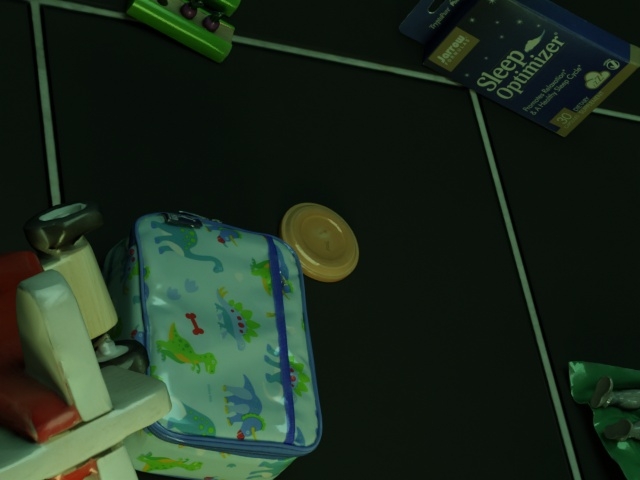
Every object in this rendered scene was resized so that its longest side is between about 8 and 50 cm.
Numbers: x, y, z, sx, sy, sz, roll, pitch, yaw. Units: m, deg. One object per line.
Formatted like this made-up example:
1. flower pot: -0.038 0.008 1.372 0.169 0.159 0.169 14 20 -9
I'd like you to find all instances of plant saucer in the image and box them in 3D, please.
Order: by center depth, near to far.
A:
1. plant saucer: 0.000 0.000 1.511 0.083 0.013 0.083 17 52 -23

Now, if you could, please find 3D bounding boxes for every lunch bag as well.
1. lunch bag: -0.089 0.088 1.339 0.176 0.090 0.219 14 53 -29

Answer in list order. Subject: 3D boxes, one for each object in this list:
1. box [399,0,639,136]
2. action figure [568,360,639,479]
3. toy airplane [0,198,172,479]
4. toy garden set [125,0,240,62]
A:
1. box: 0.207 -0.203 1.710 0.225 0.136 0.036 26 48 -16
2. action figure: 0.365 0.170 1.608 0.232 0.063 0.137 3 55 -37
3. toy airplane: -0.242 0.105 1.045 0.272 0.384 0.386 -18 61 -8
4. toy garden set: -0.155 -0.319 1.595 0.204 0.049 0.244 27 47 -24
